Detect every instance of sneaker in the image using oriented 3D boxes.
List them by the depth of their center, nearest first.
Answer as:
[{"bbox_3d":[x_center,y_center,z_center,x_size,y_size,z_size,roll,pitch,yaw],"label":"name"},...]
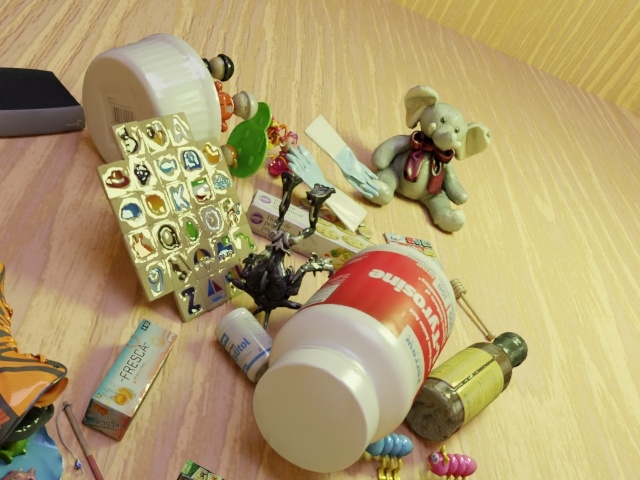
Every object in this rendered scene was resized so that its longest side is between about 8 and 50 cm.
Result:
[{"bbox_3d":[-0.413,0.148,0.986,0.180,0.124,0.321,14,35,-15],"label":"sneaker"}]

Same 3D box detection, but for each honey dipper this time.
[{"bbox_3d":[0.328,0.149,1.647,0.030,0.030,0.160,-1,46,-38],"label":"honey dipper"}]

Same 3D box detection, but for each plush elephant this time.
[{"bbox_3d":[0.279,-0.224,1.903,0.272,0.255,0.330,23,33,-9],"label":"plush elephant"}]

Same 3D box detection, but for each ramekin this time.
[{"bbox_3d":[-0.333,-0.248,1.467,0.277,0.277,0.135,43,43,20],"label":"ramekin"}]

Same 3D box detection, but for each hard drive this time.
[{"bbox_3d":[-0.602,-0.274,1.486,0.255,0.054,0.172,-14,53,-47],"label":"hard drive"}]

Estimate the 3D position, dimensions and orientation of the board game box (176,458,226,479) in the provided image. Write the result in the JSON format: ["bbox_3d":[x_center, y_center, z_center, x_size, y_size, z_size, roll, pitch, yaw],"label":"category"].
[{"bbox_3d":[-0.075,0.376,0.939,0.260,0.136,0.030,28,36,-1],"label":"board game box"}]

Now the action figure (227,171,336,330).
[{"bbox_3d":[-0.056,0.026,1.354,0.164,0.275,0.141,20,1,25],"label":"action figure"}]

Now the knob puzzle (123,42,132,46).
[{"bbox_3d":[-0.410,-0.411,1.838,0.213,0.030,0.213,21,34,-15],"label":"knob puzzle"}]

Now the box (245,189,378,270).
[{"bbox_3d":[0.000,0.000,1.566,0.324,0.063,0.067,25,32,-6],"label":"box"}]

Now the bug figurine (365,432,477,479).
[{"bbox_3d":[0.171,0.393,1.160,0.216,0.072,0.279,10,37,-27],"label":"bug figurine"}]

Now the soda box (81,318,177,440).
[{"bbox_3d":[-0.271,0.197,1.101,0.063,0.058,0.183,27,32,-4],"label":"soda box"}]

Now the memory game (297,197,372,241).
[{"bbox_3d":[0.033,-0.041,1.692,0.186,0.012,0.186,20,34,-14],"label":"memory game"}]

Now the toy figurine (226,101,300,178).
[{"bbox_3d":[-0.104,-0.210,1.705,0.130,0.173,0.159,33,15,38],"label":"toy figurine"}]

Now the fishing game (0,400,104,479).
[{"bbox_3d":[-0.403,0.263,0.928,0.264,0.041,0.189,-3,44,-43],"label":"fishing game"}]

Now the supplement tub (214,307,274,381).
[{"bbox_3d":[-0.116,0.170,1.243,0.071,0.071,0.107,-15,52,-47],"label":"supplement tub"}]

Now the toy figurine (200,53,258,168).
[{"bbox_3d":[-0.239,-0.270,1.612,0.148,0.209,0.213,-10,48,-32],"label":"toy figurine"}]

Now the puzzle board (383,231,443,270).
[{"bbox_3d":[0.213,0.023,1.745,0.128,0.011,0.096,11,37,-26],"label":"puzzle board"}]

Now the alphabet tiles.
[{"bbox_3d":[-0.235,-0.047,1.315,0.285,0.011,0.342,-28,100,-52],"label":"alphabet tiles"}]

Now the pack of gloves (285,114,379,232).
[{"bbox_3d":[0.024,-0.147,1.730,0.232,0.046,0.195,46,45,-9],"label":"pack of gloves"}]

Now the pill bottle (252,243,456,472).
[{"bbox_3d":[0.061,0.174,1.209,0.229,0.229,0.408,35,30,8],"label":"pill bottle"}]

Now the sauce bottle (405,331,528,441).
[{"bbox_3d":[0.281,0.253,1.397,0.111,0.111,0.344,45,36,22],"label":"sauce bottle"}]
